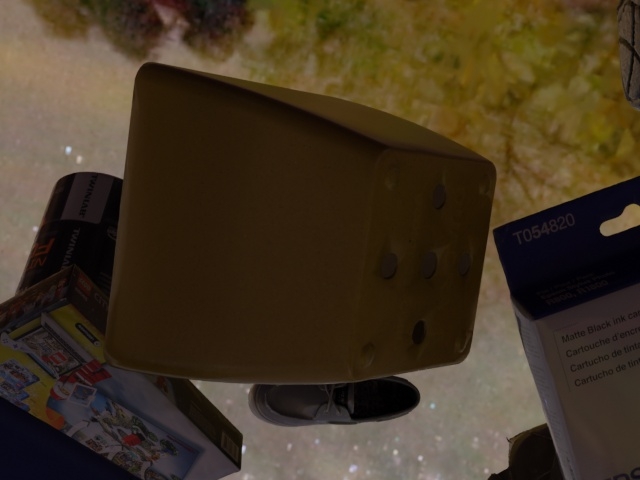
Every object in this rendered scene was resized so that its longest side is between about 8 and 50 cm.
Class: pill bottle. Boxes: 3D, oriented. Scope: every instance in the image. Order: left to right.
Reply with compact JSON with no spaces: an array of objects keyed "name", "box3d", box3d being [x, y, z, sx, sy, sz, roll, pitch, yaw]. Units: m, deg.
[{"name":"pill bottle","box3d":[-0.276,0.054,1.124,0.130,0.130,0.246,15,-122,-8]}]

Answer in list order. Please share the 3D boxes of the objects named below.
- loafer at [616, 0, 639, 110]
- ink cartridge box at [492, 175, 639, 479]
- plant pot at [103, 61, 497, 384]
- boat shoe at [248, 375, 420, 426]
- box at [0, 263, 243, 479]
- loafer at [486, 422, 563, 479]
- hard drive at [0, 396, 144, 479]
[{"name":"loafer","box3d":[0.264,-0.231,0.717,0.084,0.268,0.096,-3,-172,0]},{"name":"ink cartridge box","box3d":[0.259,0.063,0.715,0.223,0.224,0.045,-20,-172,-8]},{"name":"plant pot","box3d":[0.000,0.000,0.687,0.187,0.212,0.212,12,-173,39]},{"name":"boat shoe","box3d":[0.023,0.197,1.261,0.227,0.079,0.081,3,168,-24]},{"name":"box","box3d":[-0.195,0.140,0.822,0.233,0.159,0.044,53,-159,-32]},{"name":"loafer","box3d":[0.198,0.264,0.915,0.087,0.094,0.251,-13,-159,27]},{"name":"hard drive","box3d":[-0.292,0.185,0.655,0.318,0.210,0.040,30,155,0]}]
